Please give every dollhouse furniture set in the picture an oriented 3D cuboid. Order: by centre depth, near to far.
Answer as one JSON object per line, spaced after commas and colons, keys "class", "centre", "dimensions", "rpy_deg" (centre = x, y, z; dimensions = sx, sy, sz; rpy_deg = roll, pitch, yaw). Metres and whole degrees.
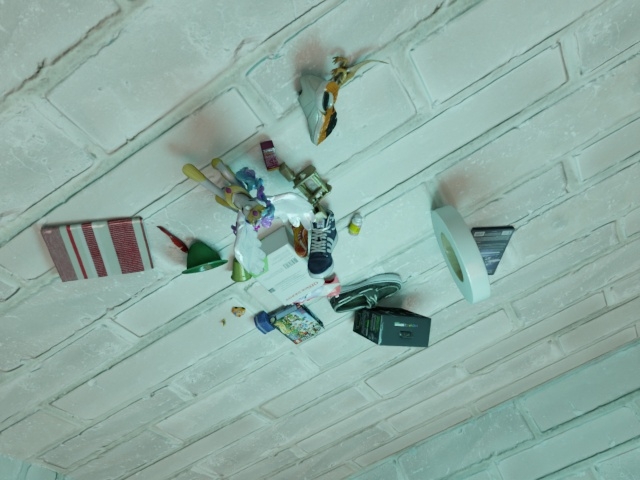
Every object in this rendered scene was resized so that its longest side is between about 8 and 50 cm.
{"class": "dollhouse furniture set", "centre": [-0.039, -0.181, 1.658], "dimensions": [0.101, 0.161, 0.182], "rpy_deg": [-34, 131, 14]}

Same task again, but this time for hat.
{"class": "hat", "centre": [-0.456, 0.016, 1.807], "dimensions": [0.173, 0.183, 0.208], "rpy_deg": [-18, 174, 9]}

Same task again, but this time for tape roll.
{"class": "tape roll", "centre": [0.530, 0.050, 1.863], "dimensions": [0.072, 0.392, 0.392], "rpy_deg": [-21, 132, 5]}

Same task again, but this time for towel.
{"class": "towel", "centre": [-0.776, 0.029, 1.726], "dimensions": [0.329, 0.037, 0.237], "rpy_deg": [-7, 129, -11]}

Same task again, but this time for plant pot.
{"class": "plant pot", "centre": [-0.311, 0.107, 1.895], "dimensions": [0.083, 0.083, 0.079], "rpy_deg": [-6, 118, -10]}

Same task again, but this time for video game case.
{"class": "video game case", "centre": [0.721, 0.053, 2.155], "dimensions": [0.196, 0.026, 0.274], "rpy_deg": [-2, 131, -13]}

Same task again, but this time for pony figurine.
{"class": "pony figurine", "centre": [-0.228, -0.097, 1.544], "dimensions": [0.303, 0.363, 0.351], "rpy_deg": [-48, 146, -4]}

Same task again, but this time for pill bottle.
{"class": "pill bottle", "centre": [0.137, -0.059, 1.888], "dimensions": [0.043, 0.043, 0.083], "rpy_deg": [3, 129, -17]}

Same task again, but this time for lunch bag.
{"class": "lunch bag", "centre": [-0.246, 0.364, 2.130], "dimensions": [0.065, 0.067, 0.098], "rpy_deg": [-28, 132, 10]}

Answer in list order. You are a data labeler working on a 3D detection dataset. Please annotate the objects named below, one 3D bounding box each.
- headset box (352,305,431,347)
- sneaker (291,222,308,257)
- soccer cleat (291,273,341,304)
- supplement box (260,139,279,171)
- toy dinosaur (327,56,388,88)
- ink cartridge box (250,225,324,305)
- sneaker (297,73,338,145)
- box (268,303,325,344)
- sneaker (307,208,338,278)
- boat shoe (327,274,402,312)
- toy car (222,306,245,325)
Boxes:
{"class": "headset box", "centre": [0.313, 0.373, 2.135], "dimensions": [0.246, 0.283, 0.131], "rpy_deg": [7, 90, -21]}
{"class": "sneaker", "centre": [-0.074, -0.021, 1.805], "dimensions": [0.064, 0.175, 0.067], "rpy_deg": [1, 168, 8]}
{"class": "soccer cleat", "centre": [-0.036, 0.206, 2.058], "dimensions": [0.248, 0.083, 0.095], "rpy_deg": [-9, 103, -2]}
{"class": "supplement box", "centre": [-0.168, -0.280, 1.611], "dimensions": [0.043, 0.055, 0.083], "rpy_deg": [-15, 132, -4]}
{"class": "toy dinosaur", "centre": [0.087, -0.516, 1.487], "dimensions": [0.211, 0.064, 0.112], "rpy_deg": [-34, 148, 26]}
{"class": "ink cartridge box", "centre": [-0.141, 0.105, 1.905], "dimensions": [0.198, 0.114, 0.273], "rpy_deg": [-31, 130, 12]}
{"class": "sneaker", "centre": [-0.017, -0.413, 1.525], "dimensions": [0.099, 0.121, 0.262], "rpy_deg": [-46, 161, -28]}
{"class": "box", "centre": [-0.102, 0.370, 2.176], "dimensions": [0.159, 0.044, 0.233], "rpy_deg": [-30, 136, 10]}
{"class": "sneaker", "centre": [0.000, 0.000, 1.761], "dimensions": [0.099, 0.282, 0.153], "rpy_deg": [-1, 127, 14]}
{"class": "boat shoe", "centre": [0.203, 0.247, 2.117], "dimensions": [0.335, 0.119, 0.121], "rpy_deg": [-16, 132, -1]}
{"class": "toy car", "centre": [-0.368, 0.334, 2.090], "dimensions": [0.060, 0.040, 0.122], "rpy_deg": [24, 120, -31]}
